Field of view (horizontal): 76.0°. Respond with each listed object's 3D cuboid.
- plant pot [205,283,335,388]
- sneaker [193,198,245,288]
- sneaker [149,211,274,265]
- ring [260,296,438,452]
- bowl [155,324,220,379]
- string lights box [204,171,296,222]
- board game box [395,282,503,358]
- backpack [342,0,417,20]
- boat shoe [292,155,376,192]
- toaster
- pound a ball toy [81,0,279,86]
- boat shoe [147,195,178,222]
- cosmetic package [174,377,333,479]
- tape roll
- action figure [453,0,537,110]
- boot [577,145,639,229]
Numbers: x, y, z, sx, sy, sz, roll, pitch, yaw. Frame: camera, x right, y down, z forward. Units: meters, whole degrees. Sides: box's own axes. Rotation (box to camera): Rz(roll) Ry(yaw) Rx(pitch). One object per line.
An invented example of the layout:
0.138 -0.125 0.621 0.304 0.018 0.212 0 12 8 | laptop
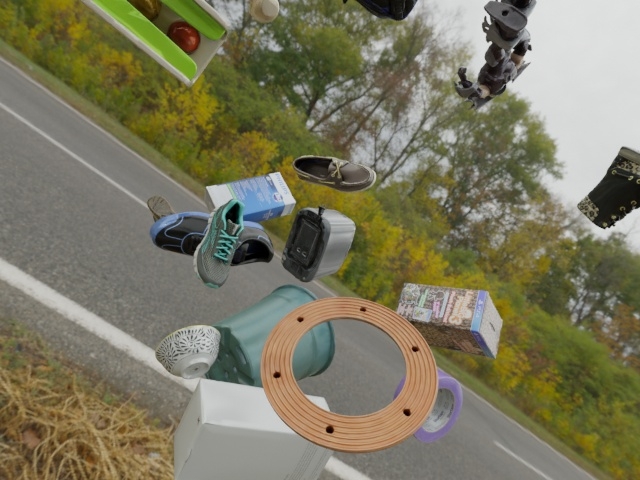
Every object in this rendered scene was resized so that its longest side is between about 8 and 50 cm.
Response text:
-0.185 0.346 1.343 0.341 0.341 0.334 38 30 28 | plant pot
-0.164 -0.003 0.685 0.065 0.076 0.167 21 54 -29 | sneaker
-0.199 0.003 0.782 0.232 0.081 0.090 1 32 -31 | sneaker
0.054 0.240 0.788 0.336 0.336 0.032 38 -40 37 | ring
-0.332 0.305 1.063 0.170 0.170 0.080 34 17 -50 | bowl
-0.226 -0.128 1.325 0.133 0.259 0.077 61 -32 20 | string lights box
0.439 0.272 1.404 0.291 0.141 0.232 2 -32 38 | board game box
0.032 -0.258 0.347 0.120 0.098 0.101 18 20 -30 | backpack
0.045 -0.257 1.539 0.324 0.117 0.096 14 -6 27 | boat shoe
0.000 0.000 1.112 0.129 0.227 0.146 33 23 33 | toaster
-0.254 -0.413 0.679 0.319 0.208 0.136 35 7 -23 | pound a ball toy
-0.331 -0.035 0.905 0.152 0.056 0.049 54 -19 24 | boat shoe
-0.159 0.496 1.033 0.365 0.197 0.155 21 16 -25 | cosmetic package
0.297 0.448 1.130 0.189 0.189 0.080 36 -8 -31 | tape roll
0.355 -0.377 0.814 0.099 0.185 0.285 38 -3 20 | action figure
0.724 -0.083 0.926 0.085 0.179 0.236 5 40 -29 | boot
